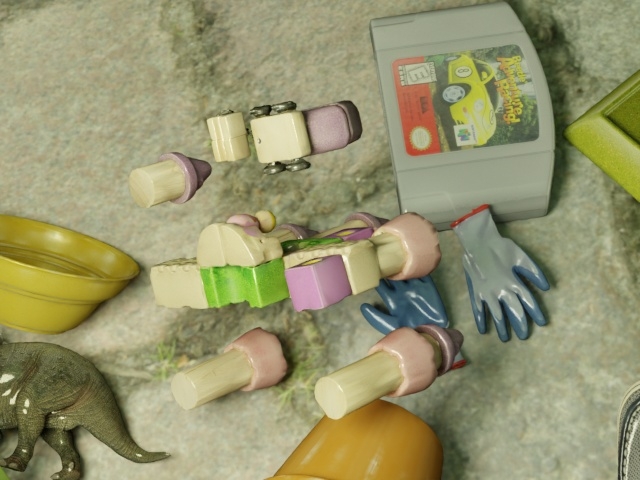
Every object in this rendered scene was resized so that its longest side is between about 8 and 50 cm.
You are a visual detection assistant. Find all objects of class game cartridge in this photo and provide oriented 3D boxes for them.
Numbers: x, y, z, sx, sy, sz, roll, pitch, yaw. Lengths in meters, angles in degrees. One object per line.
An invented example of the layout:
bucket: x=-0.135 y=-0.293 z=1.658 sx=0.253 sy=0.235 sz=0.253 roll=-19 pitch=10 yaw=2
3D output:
game cartridge: x=0.172 y=-0.153 z=1.708 sx=0.196 sy=0.060 sz=0.294 roll=-6 pitch=61 yaw=-3

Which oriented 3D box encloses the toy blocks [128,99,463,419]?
toy blocks: x=0.000 y=0.000 z=1.478 sx=0.260 sy=0.309 sz=0.288 roll=-20 pitch=12 yaw=-42

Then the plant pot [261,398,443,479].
plant pot: x=0.031 y=0.264 z=1.418 sx=0.205 sy=0.205 sz=0.188 roll=17 pitch=48 yaw=14

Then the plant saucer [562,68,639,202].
plant saucer: x=0.411 y=-0.131 z=1.677 sx=0.188 sy=0.045 sz=0.188 roll=-38 pitch=65 yaw=-15

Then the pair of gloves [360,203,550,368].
pair of gloves: x=0.145 y=0.058 z=1.594 sx=0.198 sy=0.023 sz=0.159 roll=-26 pitch=74 yaw=-3

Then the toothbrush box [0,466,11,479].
toothbrush box: x=-0.384 y=0.300 z=1.370 sx=0.122 sy=0.283 sz=0.206 roll=24 pitch=66 yaw=18

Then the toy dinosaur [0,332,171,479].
toy dinosaur: x=-0.310 y=0.165 z=1.534 sx=0.313 sy=0.121 sz=0.160 roll=8 pitch=73 yaw=14

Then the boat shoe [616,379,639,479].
boat shoe: x=0.323 y=0.291 z=1.325 sx=0.127 sy=0.158 sz=0.340 roll=-20 pitch=75 yaw=33

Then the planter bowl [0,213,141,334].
planter bowl: x=-0.313 y=0.045 z=1.591 sx=0.217 sy=0.217 sz=0.090 roll=21 pitch=101 yaw=16
